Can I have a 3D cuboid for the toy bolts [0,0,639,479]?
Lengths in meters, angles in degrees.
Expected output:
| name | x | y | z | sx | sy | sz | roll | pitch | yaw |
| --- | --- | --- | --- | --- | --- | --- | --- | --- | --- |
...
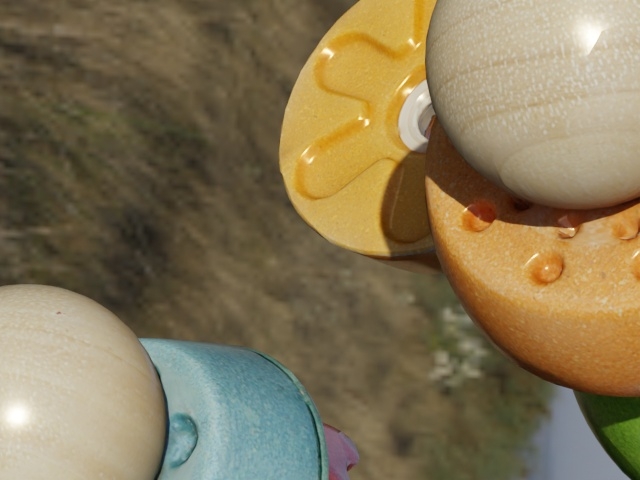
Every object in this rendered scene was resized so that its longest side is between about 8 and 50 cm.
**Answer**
| name | x | y | z | sx | sy | sz | roll | pitch | yaw |
| --- | --- | --- | --- | --- | --- | --- | --- | --- | --- |
| toy bolts | 0.000 | 0.000 | 0.422 | 0.158 | 0.228 | 0.218 | 43 | 4 | -47 |
